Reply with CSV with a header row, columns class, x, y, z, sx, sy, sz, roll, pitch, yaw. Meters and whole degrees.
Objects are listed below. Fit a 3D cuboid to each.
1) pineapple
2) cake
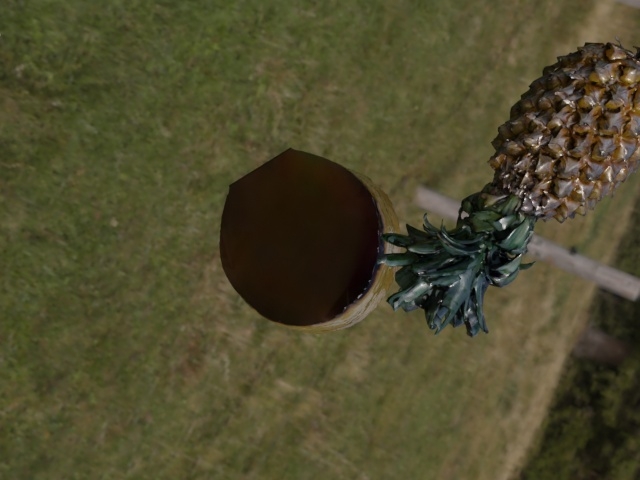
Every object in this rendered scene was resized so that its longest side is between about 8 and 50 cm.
class,x,y,z,sx,sy,sz,roll,pitch,yaw
pineapple,0.128,-0.036,0.607,0.221,0.083,0.103,-48,-161,10
cake,0.000,0.000,1.117,0.178,0.185,0.208,-16,106,-74
